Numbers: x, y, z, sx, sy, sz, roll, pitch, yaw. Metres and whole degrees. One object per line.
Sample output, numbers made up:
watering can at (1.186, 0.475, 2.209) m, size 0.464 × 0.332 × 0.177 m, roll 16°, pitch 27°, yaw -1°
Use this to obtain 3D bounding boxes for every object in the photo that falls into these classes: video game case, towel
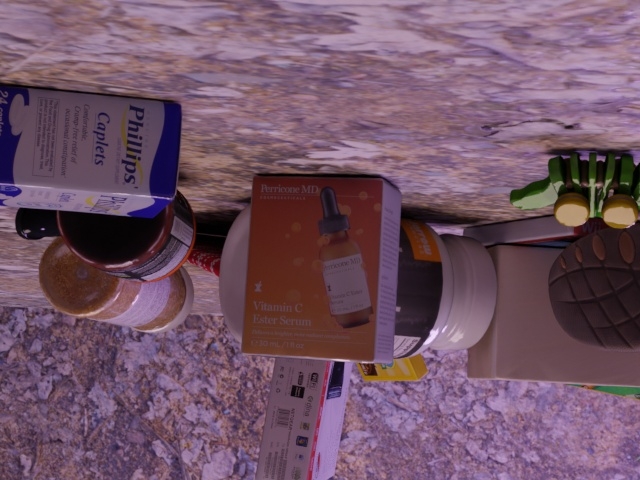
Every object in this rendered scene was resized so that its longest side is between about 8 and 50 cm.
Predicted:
video game case at (0.337, 0.004, 1.562) m, size 0.285 × 0.025 × 0.204 m, roll 6°, pitch 173°, yaw -28°
towel at (-0.098, 0.025, 1.660) m, size 0.199 × 0.031 × 0.275 m, roll 8°, pitch -175°, yaw -35°

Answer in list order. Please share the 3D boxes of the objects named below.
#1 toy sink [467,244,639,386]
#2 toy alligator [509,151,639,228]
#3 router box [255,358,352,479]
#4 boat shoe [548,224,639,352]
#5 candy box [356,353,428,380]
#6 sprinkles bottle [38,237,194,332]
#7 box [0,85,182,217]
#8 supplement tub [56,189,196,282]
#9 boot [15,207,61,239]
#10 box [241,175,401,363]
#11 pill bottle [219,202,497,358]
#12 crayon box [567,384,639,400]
toy sink at (0.298, 0.092, 1.577) m, size 0.234 × 0.152 × 0.131 m, roll 3°, pitch 174°, yaw -8°
toy alligator at (0.246, -0.046, 1.076) m, size 0.190 × 0.056 × 0.051 m, roll 2°, pitch 133°, yaw 11°
router box at (-0.011, 0.218, 2.178) m, size 0.082 × 0.335 × 0.301 m, roll 9°, pitch 178°, yaw 10°
boat shoe at (0.385, 0.041, 1.352) m, size 0.130 × 0.132 × 0.355 m, roll 2°, pitch 172°, yaw -38°
candy box at (0.055, 0.084, 1.704) m, size 0.105 × 0.206 × 0.027 m, roll -9°, pitch -158°, yaw 47°
sprinkles bottle at (-0.281, 0.063, 1.930) m, size 0.121 × 0.121 × 0.355 m, roll 2°, pitch 173°, yaw 10°
box at (-0.180, -0.062, 1.009) m, size 0.137 × 0.072 × 0.126 m, roll 4°, pitch 174°, yaw -14°
supplement tub at (-0.175, -0.015, 1.277) m, size 0.106 × 0.106 × 0.198 m, roll 3°, pitch 174°, yaw 4°
boot at (-0.271, -0.021, 1.530) m, size 0.099 × 0.045 × 0.121 m, roll 3°, pitch -179°, yaw 24°
box at (0.003, 0.029, 1.288) m, size 0.130 × 0.170 × 0.091 m, roll 1°, pitch 175°, yaw 15°
pill bottle at (0.043, 0.047, 1.477) m, size 0.278 × 0.162 × 0.162 m, roll 6°, pitch 173°, yaw -30°
crayon box at (0.474, 0.143, 1.932) m, size 0.278 × 0.165 × 0.081 m, roll 6°, pitch 136°, yaw 55°
